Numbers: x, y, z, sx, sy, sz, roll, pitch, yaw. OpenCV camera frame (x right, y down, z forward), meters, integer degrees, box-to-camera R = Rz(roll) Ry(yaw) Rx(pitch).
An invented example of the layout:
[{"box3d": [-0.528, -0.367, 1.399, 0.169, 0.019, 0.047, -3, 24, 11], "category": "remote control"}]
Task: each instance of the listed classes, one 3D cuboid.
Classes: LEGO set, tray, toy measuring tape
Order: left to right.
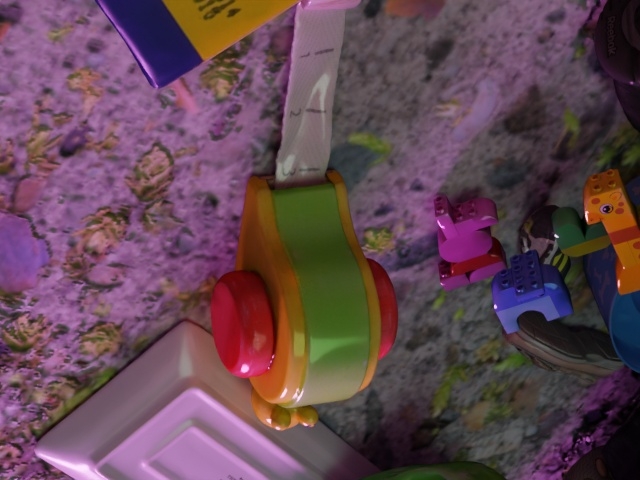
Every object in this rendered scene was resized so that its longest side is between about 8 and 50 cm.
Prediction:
[{"box3d": [-0.067, 0.170, 1.180, 0.145, 0.030, 0.270, -39, 134, 8], "category": "tray"}, {"box3d": [0.000, 0.000, 1.017, 0.121, 0.121, 0.330, -7, 129, -23], "category": "toy measuring tape"}, {"box3d": [0.172, -0.015, 1.067, 0.227, 0.087, 0.093, -19, 130, 15], "category": "LEGO set"}]

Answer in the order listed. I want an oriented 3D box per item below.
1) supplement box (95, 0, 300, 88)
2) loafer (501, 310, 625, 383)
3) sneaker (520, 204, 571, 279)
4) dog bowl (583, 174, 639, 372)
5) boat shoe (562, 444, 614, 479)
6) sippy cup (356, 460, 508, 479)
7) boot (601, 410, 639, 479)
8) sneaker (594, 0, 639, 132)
[{"box3d": [0.003, -0.272, 0.738, 0.357, 0.195, 0.194, -32, 134, 1], "category": "supplement box"}, {"box3d": [0.179, 0.086, 1.230, 0.125, 0.045, 0.039, 16, 125, -39], "category": "loafer"}, {"box3d": [0.162, 0.007, 1.169, 0.035, 0.031, 0.083, -23, 136, -36], "category": "sneaker"}, {"box3d": [0.327, -0.012, 1.204, 0.297, 0.074, 0.166, -23, 133, -8], "category": "dog bowl"}, {"box3d": [0.338, 0.246, 1.402, 0.355, 0.132, 0.130, 9, 140, -23], "category": "boat shoe"}, {"box3d": [0.071, 0.325, 1.219, 0.240, 0.224, 0.305, -25, 144, -11], "category": "sippy cup"}, {"box3d": [0.481, 0.086, 1.267, 0.445, 0.146, 0.367, -2, 138, -30], "category": "boot"}, {"box3d": [0.323, -0.143, 1.072, 0.286, 0.109, 0.130, -14, 148, 8], "category": "sneaker"}]
